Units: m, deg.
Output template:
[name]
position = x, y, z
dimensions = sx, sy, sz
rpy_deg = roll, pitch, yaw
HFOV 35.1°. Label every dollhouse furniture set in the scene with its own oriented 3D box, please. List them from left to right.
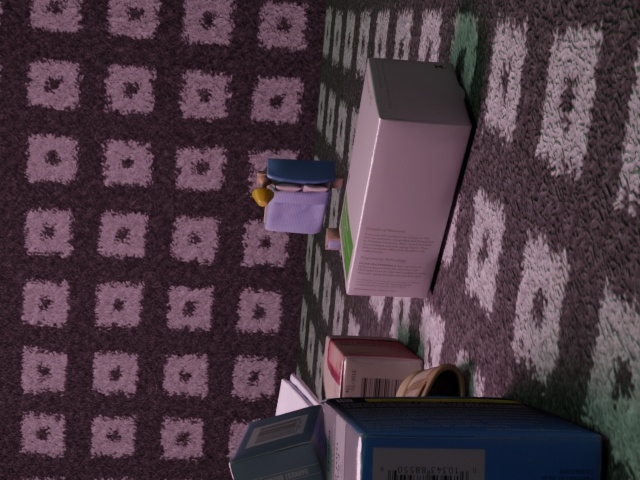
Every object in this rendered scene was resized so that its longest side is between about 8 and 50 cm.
[dollhouse furniture set]
position = 0.000, 0.000, 2.095
dimensions = 0.286, 0.303, 0.198
rpy_deg = 104, 168, -54

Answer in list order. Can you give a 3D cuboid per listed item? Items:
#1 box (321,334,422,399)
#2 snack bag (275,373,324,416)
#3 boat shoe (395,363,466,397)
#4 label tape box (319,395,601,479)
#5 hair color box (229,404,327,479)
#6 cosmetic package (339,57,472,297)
[box]
position = 0.091, 0.258, 1.888
dimensions = 0.232, 0.148, 0.127
rpy_deg = -151, 64, -81
[snack bag]
position = -0.006, 0.476, 1.923
dimensions = 0.342, 0.037, 0.323
rpy_deg = 41, 127, 47
[boat shoe]
position = 0.138, 0.343, 1.479
dimensions = 0.110, 0.121, 0.341
rpy_deg = 132, 152, -65
[label tape box]
position = 0.138, 0.247, 1.161
dimensions = 0.347, 0.249, 0.115
rpy_deg = 153, 118, -82
[hair color box]
position = -0.004, 0.423, 1.311
dimensions = 0.185, 0.113, 0.374
rpy_deg = -54, -53, -84
[cosmetic package]
position = 0.134, -0.100, 1.705
dimensions = 0.197, 0.155, 0.365
rpy_deg = -95, 10, -52
